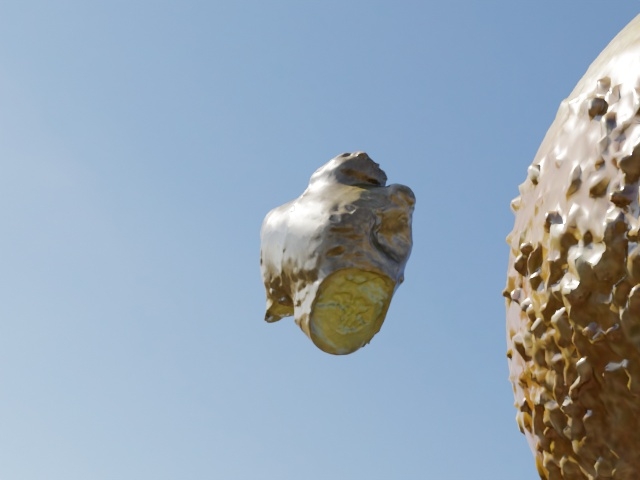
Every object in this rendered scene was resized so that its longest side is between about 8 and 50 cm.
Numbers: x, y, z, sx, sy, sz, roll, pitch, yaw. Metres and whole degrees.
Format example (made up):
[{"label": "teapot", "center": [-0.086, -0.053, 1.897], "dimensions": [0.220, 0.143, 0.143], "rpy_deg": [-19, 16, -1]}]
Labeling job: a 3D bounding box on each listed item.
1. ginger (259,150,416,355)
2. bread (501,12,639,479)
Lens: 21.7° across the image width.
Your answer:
[{"label": "ginger", "center": [0.000, 0.000, 1.804], "dimensions": [0.123, 0.219, 0.270], "rpy_deg": [21, 8, -33]}, {"label": "bread", "center": [0.161, 0.002, 0.538], "dimensions": [0.192, 0.171, 0.314], "rpy_deg": [41, -53, 7]}]
